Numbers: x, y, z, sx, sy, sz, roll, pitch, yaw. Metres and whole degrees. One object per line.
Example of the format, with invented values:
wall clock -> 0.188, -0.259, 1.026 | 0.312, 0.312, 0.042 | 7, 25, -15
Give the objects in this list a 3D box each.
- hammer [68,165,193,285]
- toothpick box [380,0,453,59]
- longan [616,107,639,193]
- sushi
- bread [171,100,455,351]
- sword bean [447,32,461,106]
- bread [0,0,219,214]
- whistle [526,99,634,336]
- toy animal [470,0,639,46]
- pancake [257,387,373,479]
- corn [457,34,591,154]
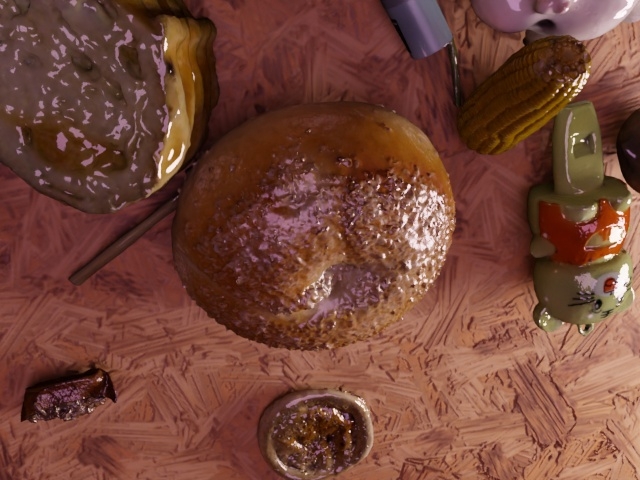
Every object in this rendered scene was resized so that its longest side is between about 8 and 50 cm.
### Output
hammer -> -0.197, -0.010, 0.941 | 0.199, 0.013, 0.062 | -37, 151, 11
toothpick box -> 0.099, -0.239, 0.895 | 0.052, 0.052, 0.083 | -31, 113, 3
longan -> 0.383, -0.101, 0.970 | 0.113, 0.092, 0.113 | 3, 84, -32
sushi -> -0.294, 0.183, 0.987 | 0.120, 0.052, 0.055 | -14, 97, -7
bread -> 0.000, 0.000, 0.889 | 0.306, 0.158, 0.305 | -11, 130, -13
sword bean -> 0.148, -0.189, 0.944 | 0.012, 0.012, 0.083 | -12, 110, -5
bread -> -0.196, -0.152, 0.778 | 0.238, 0.252, 0.196 | 36, 105, -15
whistle -> 0.301, -0.017, 0.984 | 0.131, 0.106, 0.288 | -13, 112, -12
toy animal -> 0.197, -0.302, 0.801 | 0.183, 0.247, 0.310 | -40, 97, 24
pancake -> -0.004, 0.244, 1.071 | 0.152, 0.025, 0.151 | -3, 111, -7
corn -> 0.201, -0.146, 0.860 | 0.080, 0.231, 0.080 | 2, 79, -8
